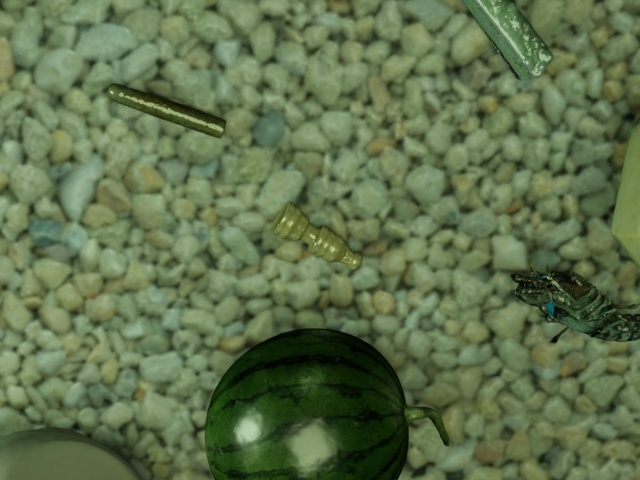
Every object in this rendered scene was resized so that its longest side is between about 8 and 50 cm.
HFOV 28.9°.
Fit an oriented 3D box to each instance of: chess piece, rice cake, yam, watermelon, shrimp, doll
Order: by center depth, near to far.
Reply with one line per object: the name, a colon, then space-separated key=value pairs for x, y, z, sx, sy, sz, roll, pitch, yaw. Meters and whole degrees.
watermelon: x=0.001 y=0.172 z=1.142 sx=0.214 sy=0.188 sz=0.188 roll=-9 pitch=101 yaw=13
rice cake: x=0.138 y=-0.236 z=1.149 sx=0.034 sy=0.043 sz=0.211 roll=-41 pitch=98 yaw=-6
yam: x=-0.144 y=-0.123 z=1.170 sx=0.116 sy=0.021 sz=0.021 roll=19 pitch=99 yaw=-4
doll: x=-0.282 y=0.293 z=1.174 sx=0.251 sy=0.221 sz=0.221 roll=18 pitch=100 yaw=-33
shrimp: x=0.261 y=0.068 z=1.192 sx=0.174 sy=0.082 sz=0.076 roll=9 pitch=95 yaw=-11
chess piece: x=0.000 y=0.000 z=1.194 sx=0.092 sy=0.035 sz=0.035 roll=31 pitch=98 yaw=-11

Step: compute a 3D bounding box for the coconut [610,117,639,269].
coconut: x=0.364 y=-0.036 z=1.118 sx=0.202 sy=0.202 sz=0.222 roll=-36 pitch=103 yaw=4
